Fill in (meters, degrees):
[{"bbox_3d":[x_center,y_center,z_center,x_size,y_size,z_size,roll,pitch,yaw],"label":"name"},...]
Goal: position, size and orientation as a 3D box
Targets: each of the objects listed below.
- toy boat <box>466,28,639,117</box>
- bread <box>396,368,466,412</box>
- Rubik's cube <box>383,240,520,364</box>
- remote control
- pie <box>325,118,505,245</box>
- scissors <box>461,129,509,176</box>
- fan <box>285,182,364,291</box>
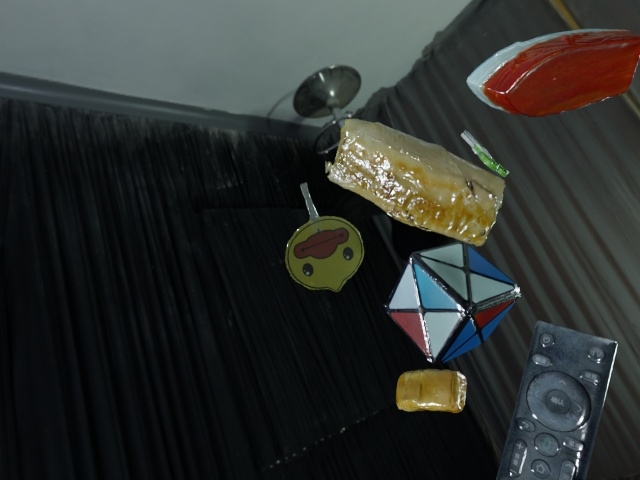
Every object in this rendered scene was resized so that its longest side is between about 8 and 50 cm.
[{"bbox_3d":[0.446,-0.334,0.849,0.331,0.133,0.145,-15,129,-12],"label":"toy boat"},{"bbox_3d":[0.195,0.268,0.768,0.053,0.074,0.132,34,146,-29],"label":"bread"},{"bbox_3d":[0.382,0.175,1.274,0.246,0.250,0.248,-10,132,-34],"label":"Rubik's cube"},{"bbox_3d":[0.321,0.311,0.617,0.107,0.378,0.044,14,175,31],"label":"remote control"},{"bbox_3d":[0.134,-0.094,0.659,0.068,0.282,0.129,-38,148,-51],"label":"pie"},{"bbox_3d":[0.454,-0.255,1.223,0.101,0.204,0.027,21,123,-35],"label":"scissors"},{"bbox_3d":[0.000,0.000,1.192,0.229,0.335,0.011,-22,-161,-10],"label":"fan"}]
